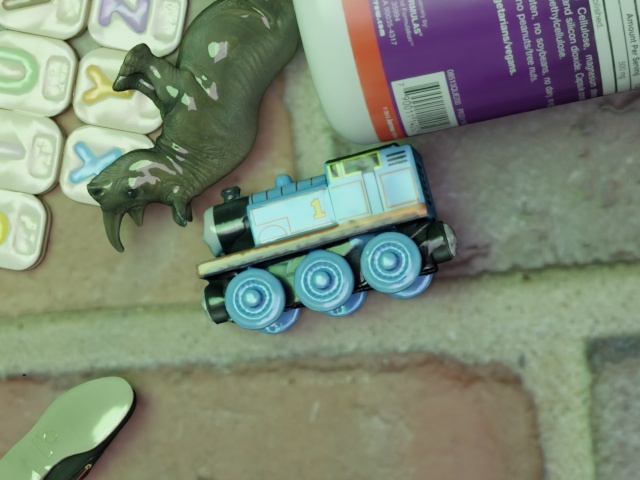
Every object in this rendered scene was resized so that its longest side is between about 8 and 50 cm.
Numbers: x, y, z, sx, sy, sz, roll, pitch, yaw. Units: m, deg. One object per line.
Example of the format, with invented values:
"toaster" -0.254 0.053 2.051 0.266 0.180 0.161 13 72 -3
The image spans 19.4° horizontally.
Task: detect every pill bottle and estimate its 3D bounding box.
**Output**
"pill bottle" 0.148 -0.178 1.219 0.323 0.181 0.181 -12 90 7

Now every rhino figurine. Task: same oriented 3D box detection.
"rhino figurine" -0.089 -0.101 1.302 0.106 0.073 0.243 25 93 -6

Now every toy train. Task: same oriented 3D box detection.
"toy train" 0.000 0.000 1.299 0.184 0.080 0.105 -15 81 10

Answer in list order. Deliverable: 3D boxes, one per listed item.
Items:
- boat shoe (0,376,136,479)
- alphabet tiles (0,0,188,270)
"boat shoe" -0.182 0.147 1.344 0.133 0.042 0.049 -42 61 6
"alphabet tiles" -0.243 -0.126 1.351 0.278 0.021 0.284 12 94 7
